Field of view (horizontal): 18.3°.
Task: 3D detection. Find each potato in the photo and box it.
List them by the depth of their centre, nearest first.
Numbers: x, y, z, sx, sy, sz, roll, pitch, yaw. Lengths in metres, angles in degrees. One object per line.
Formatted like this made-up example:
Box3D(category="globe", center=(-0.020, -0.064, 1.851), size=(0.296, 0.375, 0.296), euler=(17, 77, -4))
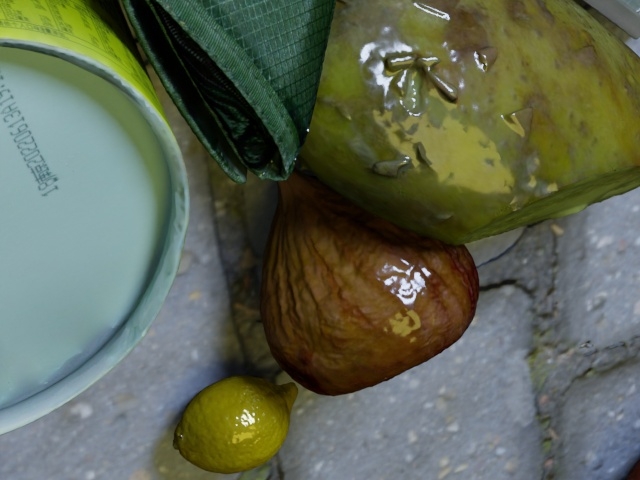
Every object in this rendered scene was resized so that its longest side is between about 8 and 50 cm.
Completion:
Box3D(category="potato", center=(0.099, -0.081, 1.183), size=(0.298, 0.176, 0.141), euler=(10, 162, -25))

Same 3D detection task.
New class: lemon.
Box3D(category="lemon", center=(-0.055, 0.120, 1.315), size=(0.092, 0.065, 0.065), euler=(-24, 131, -15))

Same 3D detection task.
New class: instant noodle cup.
Box3D(category="instant noodle cup", center=(-0.213, -0.048, 1.002), size=(0.311, 0.221, 0.311), euler=(-14, 127, -18))

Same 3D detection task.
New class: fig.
Box3D(category="fig", center=(0.000, 0.000, 1.243), size=(0.201, 0.134, 0.146), euler=(49, 127, -8))

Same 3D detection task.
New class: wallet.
Box3D(category="wallet", center=(-0.041, -0.164, 1.030), size=(0.055, 0.236, 0.160), euler=(-9, 138, 24))

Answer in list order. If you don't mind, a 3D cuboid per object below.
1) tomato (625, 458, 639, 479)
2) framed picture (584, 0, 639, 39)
Box3D(category="tomato", center=(0.354, 0.248, 1.507), size=(0.264, 0.265, 0.265), euler=(-14, 128, -19))
Box3D(category="framed picture", center=(0.220, -0.275, 1.207), size=(0.209, 0.019, 0.281), euler=(26, 108, -39))
